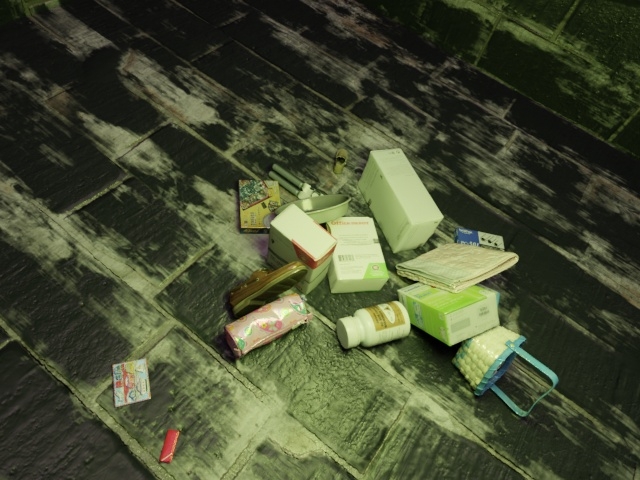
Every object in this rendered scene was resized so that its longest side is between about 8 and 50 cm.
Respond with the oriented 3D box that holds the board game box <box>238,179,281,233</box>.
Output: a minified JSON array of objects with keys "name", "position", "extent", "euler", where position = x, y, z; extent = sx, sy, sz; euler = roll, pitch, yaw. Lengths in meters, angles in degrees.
[{"name":"board game box","position":[-0.242,-0.137,1.752],"extent":[0.165,0.042,0.243],"euler":[0,56,-14]}]

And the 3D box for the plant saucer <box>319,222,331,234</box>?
[{"name":"plant saucer","position":[0.000,0.000,1.646],"extent":[0.029,0.168,0.168],"euler":[7,54,-28]}]

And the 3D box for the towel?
[{"name":"towel","position":[0.499,0.087,1.641],"extent":[0.317,0.332,0.053],"euler":[-19,107,-25]}]

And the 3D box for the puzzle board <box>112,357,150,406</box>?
[{"name":"puzzle board","position":[-0.566,0.422,1.310],"extent":[0.097,0.011,0.128],"euler":[-9,59,-19]}]

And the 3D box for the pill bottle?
[{"name":"pill bottle","position":[0.178,0.293,1.504],"extent":[0.230,0.131,0.131],"euler":[-10,59,-20]}]

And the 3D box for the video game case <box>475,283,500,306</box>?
[{"name":"video game case","position":[0.622,0.221,1.733],"extent":[0.166,0.015,0.119],"euler":[25,54,4]}]

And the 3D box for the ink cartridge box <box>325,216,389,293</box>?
[{"name":"ink cartridge box","position":[0.121,0.052,1.665],"extent":[0.199,0.114,0.272],"euler":[-1,56,-16]}]

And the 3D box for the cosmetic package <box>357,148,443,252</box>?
[{"name":"cosmetic package","position":[0.317,-0.167,1.805],"extent":[0.156,0.217,0.384],"euler":[-10,57,-20]}]

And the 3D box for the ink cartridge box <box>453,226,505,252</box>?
[{"name":"ink cartridge box","position":[0.676,0.012,1.870],"extent":[0.207,0.046,0.097],"euler":[11,53,-6]}]

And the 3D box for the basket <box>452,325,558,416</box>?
[{"name":"basket","position":[0.604,0.419,1.447],"extent":[0.201,0.254,0.289],"euler":[-23,53,-29]}]

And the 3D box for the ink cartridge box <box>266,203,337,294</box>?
[{"name":"ink cartridge box","position":[-0.071,0.041,1.524],"extent":[0.207,0.283,0.117],"euler":[39,61,14]}]

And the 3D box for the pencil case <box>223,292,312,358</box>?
[{"name":"pencil case","position":[-0.170,0.275,1.438],"extent":[0.284,0.124,0.124],"euler":[-22,64,-27]}]

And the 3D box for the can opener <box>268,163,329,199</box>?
[{"name":"can opener","position":[-0.092,-0.225,1.844],"extent":[0.280,0.074,0.093],"euler":[34,21,9]}]

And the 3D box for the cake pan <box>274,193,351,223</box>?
[{"name":"cake pan","position":[-0.026,-0.114,1.653],"extent":[0.294,0.054,0.293],"euler":[-10,15,3]}]

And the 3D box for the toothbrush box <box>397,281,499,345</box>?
[{"name":"toothbrush box","position":[0.432,0.228,1.511],"extent":[0.206,0.283,0.122],"euler":[-17,103,-18]}]

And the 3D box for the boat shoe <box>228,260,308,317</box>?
[{"name":"boat shoe","position":[-0.186,0.138,1.446],"extent":[0.307,0.111,0.104],"euler":[-33,63,15]}]

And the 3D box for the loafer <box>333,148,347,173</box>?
[{"name":"loafer","position":[0.095,-0.366,1.986],"extent":[0.056,0.050,0.147],"euler":[14,54,-4]}]

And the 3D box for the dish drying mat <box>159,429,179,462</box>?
[{"name":"dish drying mat","position":[-0.426,0.580,1.237],"extent":[0.032,0.008,0.083],"euler":[11,55,-5]}]
